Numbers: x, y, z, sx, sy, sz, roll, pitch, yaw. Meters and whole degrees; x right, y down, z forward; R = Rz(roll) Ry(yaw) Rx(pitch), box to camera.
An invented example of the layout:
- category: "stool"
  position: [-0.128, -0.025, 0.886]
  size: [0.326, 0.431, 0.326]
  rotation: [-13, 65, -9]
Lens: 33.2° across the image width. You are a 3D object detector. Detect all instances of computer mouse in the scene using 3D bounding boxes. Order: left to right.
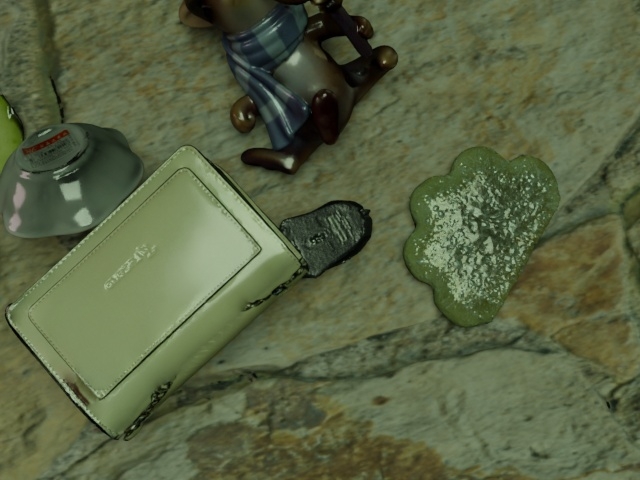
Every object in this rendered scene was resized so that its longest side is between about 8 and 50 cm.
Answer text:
- category: "computer mouse"
  position: [0.000, 0.000, 1.600]
  size: [0.172, 0.057, 0.099]
  rotation: [-28, 82, -16]

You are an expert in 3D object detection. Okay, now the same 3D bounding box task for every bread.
- category: "bread"
  position: [0.228, -0.021, 1.617]
  size: [0.207, 0.056, 0.287]
  rotation: [27, 81, -1]

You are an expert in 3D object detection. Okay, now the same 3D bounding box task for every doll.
- category: "doll"
  position: [-0.056, -0.285, 1.538]
  size: [0.318, 0.209, 0.340]
  rotation: [-32, 102, 17]

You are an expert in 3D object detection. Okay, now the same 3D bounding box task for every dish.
- category: "dish"
  position: [-0.370, -0.107, 1.519]
  size: [0.229, 0.081, 0.229]
  rotation: [-8, 46, 8]

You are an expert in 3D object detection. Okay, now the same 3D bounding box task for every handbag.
- category: "handbag"
  position: [-0.220, 0.074, 1.503]
  size: [0.358, 0.160, 0.237]
  rotation: [-42, 76, 0]

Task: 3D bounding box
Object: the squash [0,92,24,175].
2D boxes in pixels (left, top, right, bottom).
- category: "squash"
  position: [-0.541, -0.175, 1.542]
  size: [0.155, 0.204, 0.237]
  rotation: [6, 84, 18]
